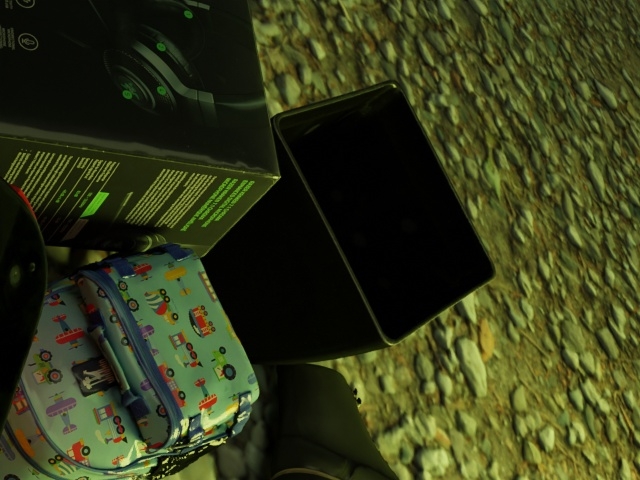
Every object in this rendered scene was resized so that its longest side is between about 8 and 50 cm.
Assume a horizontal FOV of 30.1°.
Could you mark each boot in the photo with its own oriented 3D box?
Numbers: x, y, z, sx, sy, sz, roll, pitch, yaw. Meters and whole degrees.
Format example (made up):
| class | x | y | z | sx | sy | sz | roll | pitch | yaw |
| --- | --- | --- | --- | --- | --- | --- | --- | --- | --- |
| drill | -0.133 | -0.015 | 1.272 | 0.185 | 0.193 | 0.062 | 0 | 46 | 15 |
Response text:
| class | x | y | z | sx | sy | sz | roll | pitch | yaw |
| --- | --- | --- | --- | --- | --- | --- | --- | --- | --- |
| boot | 0.043 | 0.182 | 0.986 | 0.198 | 0.077 | 0.137 | 32 | 40 | -34 |

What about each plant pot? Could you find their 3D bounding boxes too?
| class | x | y | z | sx | sy | sz | roll | pitch | yaw |
| --- | --- | --- | --- | --- | --- | --- | --- | --- | --- |
| plant pot | 0.000 | 0.000 | 0.970 | 0.188 | 0.167 | 0.187 | -26 | 88 | -52 |

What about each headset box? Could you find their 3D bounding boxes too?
| class | x | y | z | sx | sy | sz | roll | pitch | yaw |
| --- | --- | --- | --- | --- | --- | --- | --- | --- | --- |
| headset box | -0.177 | -0.131 | 0.820 | 0.283 | 0.131 | 0.246 | 5 | 60 | -32 |

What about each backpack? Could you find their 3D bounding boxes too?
| class | x | y | z | sx | sy | sz | roll | pitch | yaw |
| --- | --- | --- | --- | --- | --- | --- | --- | --- | --- |
| backpack | -0.149 | 0.091 | 0.782 | 0.173 | 0.117 | 0.158 | -14 | 77 | -49 |

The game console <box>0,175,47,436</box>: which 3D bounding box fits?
| class | x | y | z | sx | sy | sz | roll | pitch | yaw |
| --- | --- | --- | --- | --- | --- | --- | --- | --- | --- |
| game console | -0.259 | 0.089 | 0.495 | 0.342 | 0.060 | 0.387 | 53 | 45 | -57 |
